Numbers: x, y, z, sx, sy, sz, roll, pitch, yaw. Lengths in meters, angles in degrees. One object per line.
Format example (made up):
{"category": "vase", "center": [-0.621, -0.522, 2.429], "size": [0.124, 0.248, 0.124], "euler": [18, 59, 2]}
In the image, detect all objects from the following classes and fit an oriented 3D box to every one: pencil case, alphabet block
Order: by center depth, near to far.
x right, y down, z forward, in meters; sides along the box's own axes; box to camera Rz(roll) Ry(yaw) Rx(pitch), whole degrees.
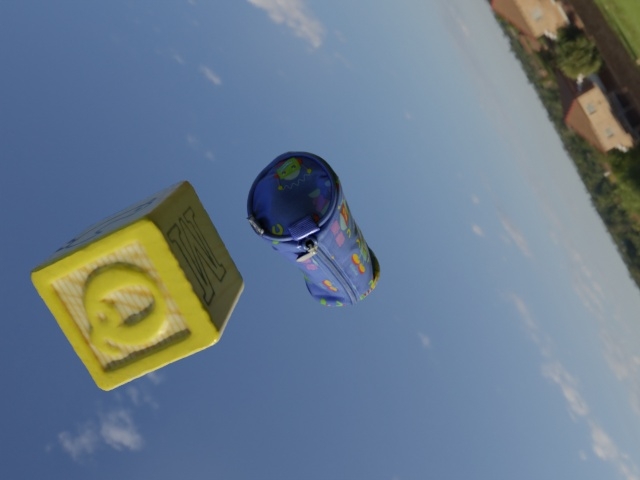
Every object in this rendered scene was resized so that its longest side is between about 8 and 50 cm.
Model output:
{"category": "pencil case", "center": [0.000, 0.000, 0.996], "size": [0.306, 0.119, 0.133], "euler": [56, -164, -63]}
{"category": "alphabet block", "center": [-0.240, 0.056, 1.007], "size": [0.193, 0.192, 0.197], "euler": [61, -169, -14]}
